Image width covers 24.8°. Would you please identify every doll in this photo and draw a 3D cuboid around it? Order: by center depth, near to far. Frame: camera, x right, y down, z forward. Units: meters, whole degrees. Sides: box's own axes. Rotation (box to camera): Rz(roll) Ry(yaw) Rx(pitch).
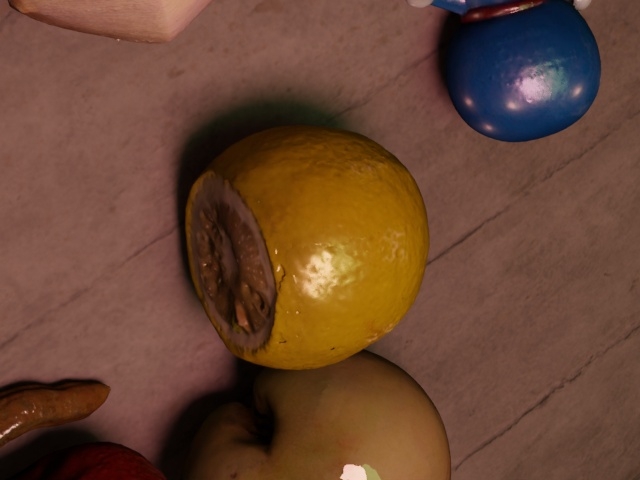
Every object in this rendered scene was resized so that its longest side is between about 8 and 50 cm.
[{"bbox_3d":[0.193,-0.230,1.524,0.215,0.161,0.257,-14,100,-13],"label":"doll"}]

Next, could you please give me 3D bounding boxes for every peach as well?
[{"bbox_3d":[0.002,0.255,1.514,0.292,0.247,0.292,-6,103,-28],"label":"peach"}]

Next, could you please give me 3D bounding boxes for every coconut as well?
[{"bbox_3d":[-0.171,-0.271,1.229,0.234,0.224,0.224,-51,127,-7],"label":"coconut"}]

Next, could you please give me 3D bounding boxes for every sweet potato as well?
[{"bbox_3d":[-0.286,0.167,1.419,0.182,0.053,0.054,-19,79,-29],"label":"sweet potato"}]

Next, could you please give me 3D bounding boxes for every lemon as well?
[{"bbox_3d":[0.000,0.000,1.421,0.219,0.240,0.240,-16,116,-30],"label":"lemon"}]

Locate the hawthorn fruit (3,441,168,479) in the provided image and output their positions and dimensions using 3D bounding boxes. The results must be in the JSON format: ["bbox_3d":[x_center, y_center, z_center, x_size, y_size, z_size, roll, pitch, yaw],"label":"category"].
[{"bbox_3d":[-0.220,0.336,1.420,0.210,0.230,0.266,-56,141,-42],"label":"hawthorn fruit"}]
